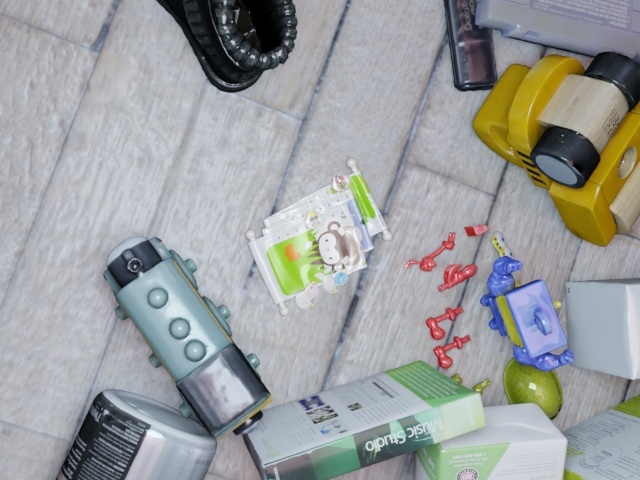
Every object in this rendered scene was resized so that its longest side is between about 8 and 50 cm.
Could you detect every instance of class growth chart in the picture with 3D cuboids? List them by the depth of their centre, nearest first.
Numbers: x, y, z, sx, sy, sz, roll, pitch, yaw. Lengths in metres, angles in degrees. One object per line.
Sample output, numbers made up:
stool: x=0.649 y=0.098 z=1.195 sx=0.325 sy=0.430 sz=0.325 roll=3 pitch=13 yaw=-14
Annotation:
growth chart: x=0.000 y=0.000 z=1.324 sx=0.237 sy=0.021 sz=0.172 roll=-34 pitch=97 yaw=-10

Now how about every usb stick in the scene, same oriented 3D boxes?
usb stick: x=0.243 y=-0.387 z=1.368 sx=0.077 sy=0.045 sz=0.278 roll=-8 pitch=91 yaw=-8

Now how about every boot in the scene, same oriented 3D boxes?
boot: x=-0.161 y=-0.381 z=1.169 sx=0.131 sy=0.260 sz=0.348 roll=-36 pitch=97 yaw=-10

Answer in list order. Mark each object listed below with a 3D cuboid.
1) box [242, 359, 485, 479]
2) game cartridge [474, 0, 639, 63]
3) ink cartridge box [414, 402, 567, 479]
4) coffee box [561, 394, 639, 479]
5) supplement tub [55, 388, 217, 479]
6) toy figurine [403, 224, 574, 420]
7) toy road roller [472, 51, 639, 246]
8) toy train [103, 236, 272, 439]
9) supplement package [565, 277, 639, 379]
box: x=0.052 y=0.271 z=1.223 sx=0.321 sy=0.232 sz=0.059 roll=-17 pitch=97 yaw=-11
game cartridge: x=0.429 y=-0.435 z=1.387 sx=0.354 sy=0.068 sz=0.230 roll=7 pitch=90 yaw=-20
ink cartridge box: x=0.254 y=0.447 z=1.296 sx=0.207 sy=0.119 sz=0.354 roll=-2 pitch=107 yaw=-12
coffee box: x=0.589 y=0.447 z=1.284 sx=0.334 sy=0.338 sz=0.338 roll=-22 pitch=94 yaw=-11
supplement tub: x=-0.293 y=0.390 z=1.167 sx=0.193 sy=0.193 sz=0.316 roll=26 pitch=85 yaw=-11
toy figurine: x=0.298 y=0.154 z=1.286 sx=0.191 sy=0.217 sz=0.363 roll=-20 pitch=93 yaw=-12
toy road roller: x=0.404 y=-0.166 z=1.350 sx=0.203 sy=0.240 sz=0.329 roll=-55 pitch=137 yaw=-8
toy train: x=-0.190 y=0.136 z=1.178 sx=0.142 sy=0.190 sz=0.334 roll=-34 pitch=86 yaw=-11
supplement package: x=0.544 y=0.137 z=1.350 sx=0.203 sy=0.194 sz=0.150 roll=-3 pitch=89 yaw=-12
